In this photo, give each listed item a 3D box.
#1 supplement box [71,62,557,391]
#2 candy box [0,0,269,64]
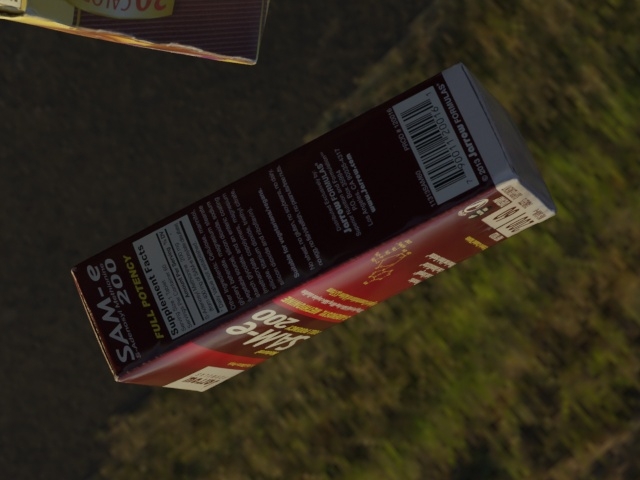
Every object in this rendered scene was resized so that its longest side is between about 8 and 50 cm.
[{"bbox_3d":[0.000,0.000,0.927,0.239,0.073,0.130,-27,165,13],"label":"supplement box"},{"bbox_3d":[-0.050,-0.153,0.503,0.109,0.053,0.187,2,102,-55],"label":"candy box"}]
